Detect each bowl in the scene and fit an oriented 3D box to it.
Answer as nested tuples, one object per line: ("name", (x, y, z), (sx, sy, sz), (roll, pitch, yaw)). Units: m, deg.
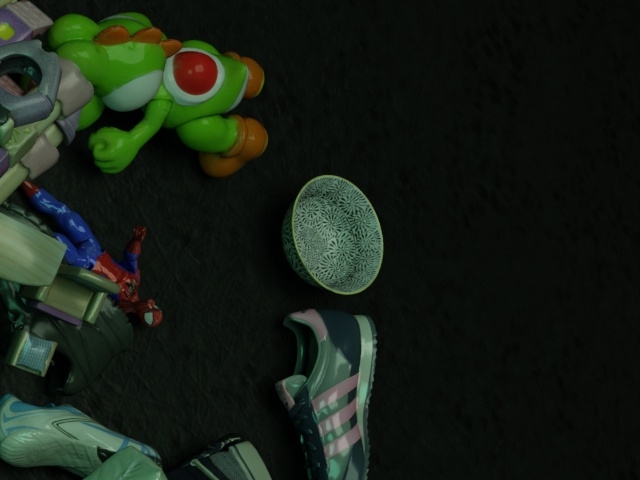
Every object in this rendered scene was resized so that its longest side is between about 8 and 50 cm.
("bowl", (0.000, 0.000, 1.973), (0.170, 0.080, 0.170), (15, 67, -40))

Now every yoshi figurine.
("yoshi figurine", (-0.237, -0.188, 1.785), (0.362, 0.203, 0.203), (17, 106, -54))

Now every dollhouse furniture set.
("dollhouse furniture set", (-0.373, 0.131, 1.437), (0.286, 0.198, 0.303), (29, 77, -32))

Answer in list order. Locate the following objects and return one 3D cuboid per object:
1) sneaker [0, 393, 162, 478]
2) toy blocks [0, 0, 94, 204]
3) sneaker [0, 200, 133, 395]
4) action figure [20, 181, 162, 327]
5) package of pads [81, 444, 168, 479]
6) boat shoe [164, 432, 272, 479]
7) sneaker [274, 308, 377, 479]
("sneaker", (-0.278, 0.233, 1.647), (0.237, 0.085, 0.086), (26, 35, -43))
("toy blocks", (-0.358, -0.225, 1.482), (0.288, 0.309, 0.260), (40, 65, 0))
("sneaker", (-0.342, 0.062, 1.624), (0.286, 0.109, 0.130), (48, 57, -19))
("action figure", (-0.269, 0.004, 1.688), (0.280, 0.139, 0.091), (48, 51, -25))
("package of pads", (-0.251, 0.399, 1.509), (0.296, 0.101, 0.229), (-37, 123, -18))
("boat shoe", (-0.091, 0.404, 1.695), (0.158, 0.127, 0.340), (-16, 60, -39))
("sneaker", (-0.007, 0.244, 1.894), (0.131, 0.112, 0.319), (13, 65, -22))
